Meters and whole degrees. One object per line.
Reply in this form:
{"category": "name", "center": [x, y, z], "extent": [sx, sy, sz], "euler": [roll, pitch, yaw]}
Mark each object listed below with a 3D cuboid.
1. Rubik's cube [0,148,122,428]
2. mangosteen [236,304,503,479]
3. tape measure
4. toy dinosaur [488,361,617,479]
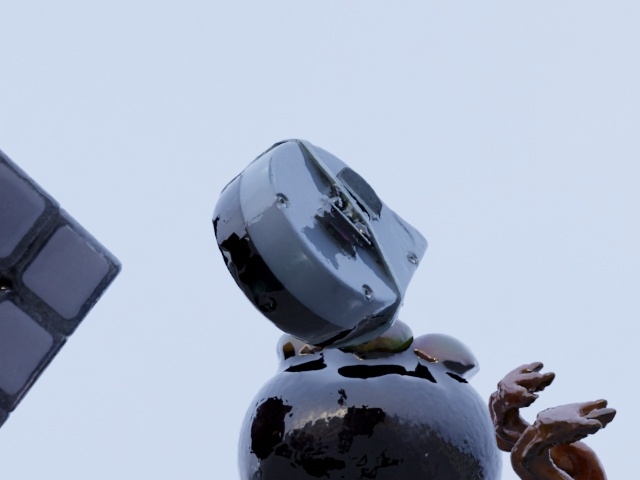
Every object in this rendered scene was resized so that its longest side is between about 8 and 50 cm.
{"category": "Rubik's cube", "center": [-0.449, 0.039, 1.796], "extent": [0.305, 0.304, 0.301], "euler": [44, -20, -28]}
{"category": "mangosteen", "center": [0.054, 0.192, 1.770], "extent": [0.275, 0.302, 0.275], "euler": [6, -16, 2]}
{"category": "tape measure", "center": [-0.001, 0.002, 1.463], "extent": [0.107, 0.181, 0.182], "euler": [-38, -73, 26]}
{"category": "toy dinosaur", "center": [0.161, 0.198, 1.202], "extent": [0.432, 0.097, 0.208], "euler": [-13, -79, 30]}
